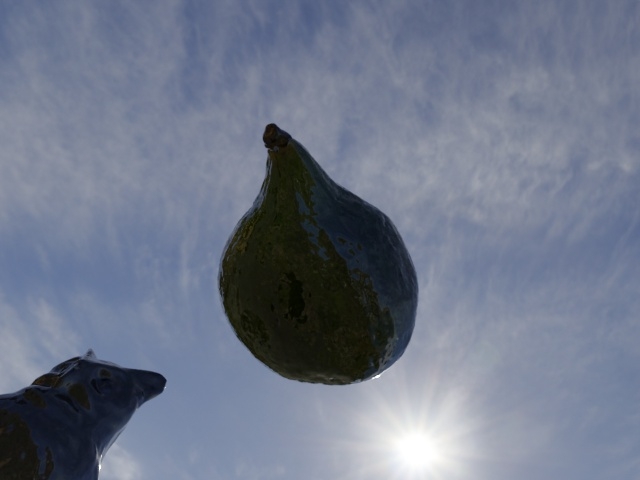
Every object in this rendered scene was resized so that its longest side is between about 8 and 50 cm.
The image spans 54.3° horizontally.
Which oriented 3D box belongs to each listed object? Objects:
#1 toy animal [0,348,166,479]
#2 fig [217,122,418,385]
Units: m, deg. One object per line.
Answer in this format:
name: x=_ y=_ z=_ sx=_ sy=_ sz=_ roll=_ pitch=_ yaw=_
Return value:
toy animal: x=-0.151 y=0.143 z=0.288 sx=0.121 sy=0.210 sz=0.117 roll=20 pitch=-56 yaw=24
fig: x=0.000 y=0.000 z=0.602 sx=0.203 sy=0.203 sz=0.235 roll=10 pitch=-63 yaw=21
